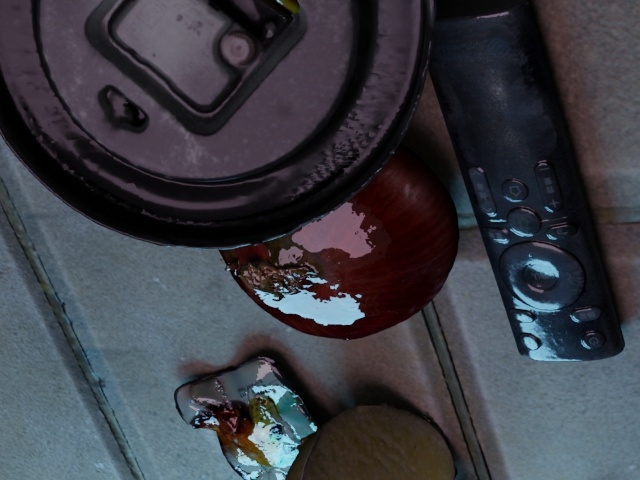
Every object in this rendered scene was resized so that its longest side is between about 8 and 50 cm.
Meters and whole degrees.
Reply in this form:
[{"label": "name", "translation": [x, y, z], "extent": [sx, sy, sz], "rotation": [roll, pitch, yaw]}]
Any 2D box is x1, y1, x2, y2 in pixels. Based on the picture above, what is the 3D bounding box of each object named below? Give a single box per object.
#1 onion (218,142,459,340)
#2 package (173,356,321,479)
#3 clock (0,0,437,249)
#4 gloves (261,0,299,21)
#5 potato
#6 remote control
[{"label": "onion", "translation": [0.007, -0.005, 1.539], "extent": [0.248, 0.161, 0.248], "rotation": [10, 151, 6]}, {"label": "package", "translation": [-0.050, 0.224, 1.832], "extent": [0.166, 0.040, 0.232], "rotation": [-18, 119, 35]}, {"label": "clock", "translation": [-0.097, -0.183, 1.374], "extent": [0.386, 0.076, 0.386], "rotation": [2, 106, 6]}, {"label": "gloves", "translation": [0.023, -0.314, 1.238], "extent": [0.133, 0.116, 0.294], "rotation": [38, 97, -13]}, {"label": "potato", "translation": [0.042, 0.267, 1.750], "extent": [0.202, 0.182, 0.117], "rotation": [22, 162, -27]}, {"label": "remote control", "translation": [0.181, -0.045, 1.487], "extent": [0.107, 0.044, 0.378], "rotation": [1, 127, 30]}]
